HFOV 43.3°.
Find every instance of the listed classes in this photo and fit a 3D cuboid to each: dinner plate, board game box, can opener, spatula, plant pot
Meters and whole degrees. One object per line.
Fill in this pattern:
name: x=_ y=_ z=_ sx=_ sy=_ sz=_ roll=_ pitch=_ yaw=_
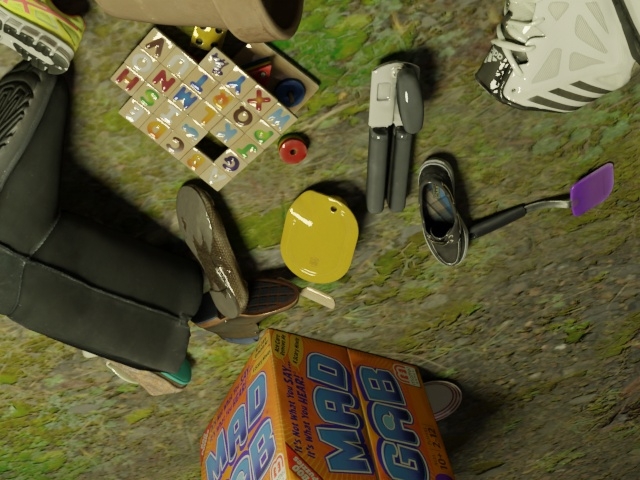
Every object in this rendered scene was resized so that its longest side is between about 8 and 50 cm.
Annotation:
dinner plate: x=0.239 y=0.349 z=1.761 sx=0.141 sy=0.017 sz=0.141 roll=-5 pitch=128 yaw=-6
board game box: x=-0.001 y=0.454 z=1.577 sx=0.356 sy=0.357 sz=0.356 roll=17 pitch=123 yaw=-23
can opener: x=0.116 y=-0.150 z=1.284 sx=0.076 sy=0.095 sz=0.283 roll=-5 pitch=129 yaw=-7
spatula: x=0.393 y=-0.056 z=1.455 sx=0.296 sy=0.030 sz=0.084 roll=-19 pitch=132 yaw=4
plant pot: x=-0.162 y=-0.360 z=0.986 sx=0.229 sy=0.263 sz=0.263 roll=-6 pitch=132 yaw=16

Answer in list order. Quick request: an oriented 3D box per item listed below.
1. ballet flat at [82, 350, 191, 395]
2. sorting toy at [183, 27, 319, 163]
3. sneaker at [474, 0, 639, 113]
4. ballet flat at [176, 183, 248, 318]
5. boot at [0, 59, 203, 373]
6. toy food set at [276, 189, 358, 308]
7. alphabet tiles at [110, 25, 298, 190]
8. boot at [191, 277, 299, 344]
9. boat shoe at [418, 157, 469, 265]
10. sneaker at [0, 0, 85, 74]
ballet flat: x=-0.366 y=0.197 z=1.467 sx=0.106 sy=0.108 sz=0.316 roll=-20 pitch=130 yaw=23
sorting toy: x=-0.097 y=-0.222 z=1.215 sx=0.274 sy=0.046 sz=0.132 roll=33 pitch=116 yaw=-31
sneaker: x=0.300 y=-0.329 z=1.128 sx=0.257 sy=0.169 sz=0.447 roll=-40 pitch=127 yaw=18
ballet flat: x=-0.175 y=0.015 z=1.362 sx=0.084 sy=0.058 sz=0.250 roll=0 pitch=118 yaw=43
boot: x=-0.341 y=-0.014 z=1.246 sx=0.445 sy=0.146 sz=0.367 roll=31 pitch=79 yaw=-43
toy food set: x=0.000 y=0.000 z=1.408 sx=0.128 sy=0.071 sz=0.218 roll=18 pitch=124 yaw=5
alphabet tiles: x=-0.184 y=-0.199 z=1.193 sx=0.237 sy=0.009 sz=0.198 roll=39 pitch=126 yaw=-20
boot: x=-0.121 y=0.131 z=1.469 sx=0.219 sy=0.082 sz=0.106 roll=-11 pitch=143 yaw=23
boat shoe: x=0.210 y=-0.032 z=1.395 sx=0.080 sy=0.076 sz=0.229 roll=2 pitch=131 yaw=18
sneaker: x=-0.408 y=-0.311 z=1.070 sx=0.208 sy=0.094 sz=0.081 roll=35 pitch=152 yaw=-13
